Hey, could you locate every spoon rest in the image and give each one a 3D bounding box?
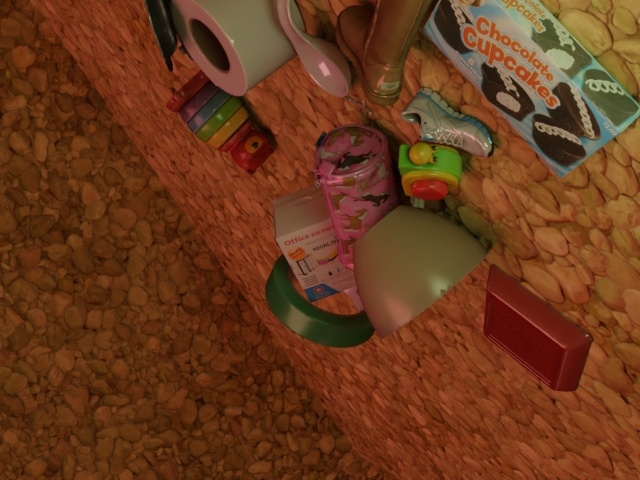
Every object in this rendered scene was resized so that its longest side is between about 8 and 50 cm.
[{"bbox_3d":[-0.017,-0.393,1.690,0.137,0.084,0.276,29,152,47],"label":"spoon rest"}]

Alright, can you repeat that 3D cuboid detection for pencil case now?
[{"bbox_3d":[0.089,-0.079,1.900,0.167,0.160,0.386,1,145,14],"label":"pencil case"}]

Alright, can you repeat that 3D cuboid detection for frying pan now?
[{"bbox_3d":[-0.335,-0.439,1.870,0.326,0.053,0.197,76,177,-52],"label":"frying pan"}]

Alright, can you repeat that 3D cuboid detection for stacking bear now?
[{"bbox_3d":[-0.251,-0.308,2.296,0.289,0.175,0.164,45,160,-9],"label":"stacking bear"}]

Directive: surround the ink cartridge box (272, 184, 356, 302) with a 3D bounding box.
[{"bbox_3d":[0.000,0.000,2.183,0.168,0.171,0.233,-99,-15,-52],"label":"ink cartridge box"}]

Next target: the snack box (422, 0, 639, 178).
[{"bbox_3d":[0.300,-0.254,1.268,0.322,0.060,0.187,48,161,5],"label":"snack box"}]

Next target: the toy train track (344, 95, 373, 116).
[{"bbox_3d":[0.076,-0.281,1.803,0.083,0.014,0.048,38,158,34],"label":"toy train track"}]

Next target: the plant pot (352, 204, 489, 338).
[{"bbox_3d":[0.176,0.039,1.780,0.191,0.284,0.284,51,162,4],"label":"plant pot"}]

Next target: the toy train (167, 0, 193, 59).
[{"bbox_3d":[-0.323,-0.564,2.002,0.190,0.142,0.334,46,167,51],"label":"toy train"}]

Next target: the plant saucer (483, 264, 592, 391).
[{"bbox_3d":[0.444,0.202,1.847,0.259,0.047,0.258,40,159,28],"label":"plant saucer"}]

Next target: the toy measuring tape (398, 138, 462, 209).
[{"bbox_3d":[0.222,-0.119,1.680,0.121,0.121,0.330,43,177,18],"label":"toy measuring tape"}]

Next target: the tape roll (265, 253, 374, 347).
[{"bbox_3d":[0.014,0.148,2.315,0.321,0.321,0.077,41,127,24],"label":"tape roll"}]

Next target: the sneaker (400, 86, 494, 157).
[{"bbox_3d":[0.221,-0.192,1.537,0.190,0.083,0.071,38,157,28],"label":"sneaker"}]

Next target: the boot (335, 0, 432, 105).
[{"bbox_3d":[0.110,-0.388,1.400,0.269,0.089,0.236,105,148,-53],"label":"boot"}]

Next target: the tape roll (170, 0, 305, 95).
[{"bbox_3d":[-0.172,-0.448,1.801,0.246,0.169,0.246,43,161,19],"label":"tape roll"}]
